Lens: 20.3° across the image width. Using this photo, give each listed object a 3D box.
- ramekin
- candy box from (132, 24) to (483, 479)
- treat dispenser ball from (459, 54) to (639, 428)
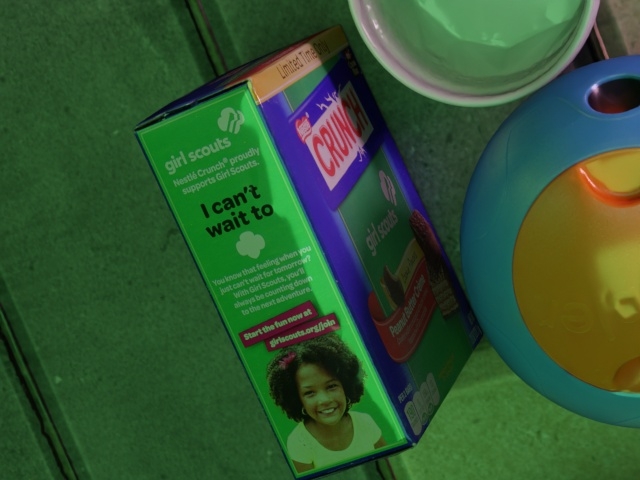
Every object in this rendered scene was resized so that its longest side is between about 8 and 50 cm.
[{"bbox_3d":[0.134,-0.220,1.449,0.207,0.109,0.207,7,111,20],"label":"ramekin"},{"bbox_3d":[0.000,0.000,1.486,0.122,0.268,0.317,-23,99,22],"label":"candy box"},{"bbox_3d":[0.252,0.000,1.377,0.288,0.288,0.288,7,110,19],"label":"treat dispenser ball"}]
